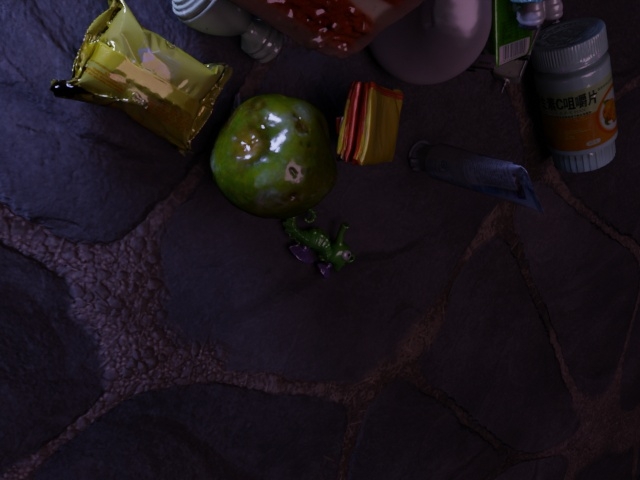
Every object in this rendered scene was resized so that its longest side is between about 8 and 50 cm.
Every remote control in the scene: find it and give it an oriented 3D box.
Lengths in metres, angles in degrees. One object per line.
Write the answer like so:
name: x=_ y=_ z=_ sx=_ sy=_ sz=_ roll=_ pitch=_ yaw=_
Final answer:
remote control: x=0.178 y=-0.433 z=1.006 sx=0.221 sy=0.103 sz=0.332 roll=-2 pitch=117 yaw=14

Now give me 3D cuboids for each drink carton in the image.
drink carton: x=0.299 y=-0.460 z=1.085 sx=0.108 sy=0.161 sz=0.271 roll=-24 pitch=122 yaw=-25

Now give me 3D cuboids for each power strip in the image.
power strip: x=0.428 y=-0.433 z=1.242 sx=0.027 sy=0.060 sz=0.252 roll=5 pitch=106 yaw=-63

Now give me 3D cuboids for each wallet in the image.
wallet: x=0.089 y=-0.206 z=1.036 sx=0.241 sy=0.067 sz=0.141 roll=-24 pitch=124 yaw=-69

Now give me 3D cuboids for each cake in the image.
cake: x=-0.009 y=-0.430 z=0.785 sx=0.309 sy=0.237 sz=0.230 roll=19 pitch=53 yaw=-38

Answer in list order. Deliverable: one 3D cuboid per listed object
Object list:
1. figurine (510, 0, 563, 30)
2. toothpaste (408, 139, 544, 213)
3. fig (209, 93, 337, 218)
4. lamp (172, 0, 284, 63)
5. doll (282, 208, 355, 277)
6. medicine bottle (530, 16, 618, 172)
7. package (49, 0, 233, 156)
figurine: x=0.350 y=-0.470 z=0.948 sx=0.138 sy=0.110 sz=0.245 roll=-16 pitch=126 yaw=-1
toothpaste: x=0.289 y=-0.131 z=1.114 sx=0.073 sy=0.299 sz=0.114 roll=-45 pitch=128 yaw=-12
fig: x=-0.047 y=-0.119 z=0.991 sx=0.206 sy=0.206 sz=0.275 roll=-61 pitch=151 yaw=1
lamp: x=-0.135 y=-0.340 z=0.877 sx=0.193 sy=0.106 sz=0.106 roll=27 pitch=92 yaw=-45
doll: x=0.000 y=0.000 z=1.131 sx=0.190 sy=0.050 sz=0.115 roll=34 pitch=92 yaw=-36
medicine bottle: x=0.576 y=-0.318 z=1.325 sx=0.158 sy=0.158 sz=0.318 roll=-38 pitch=125 yaw=-17
package: x=-0.248 y=-0.230 z=0.849 sx=0.226 sy=0.090 sz=0.168 roll=28 pitch=94 yaw=-35
